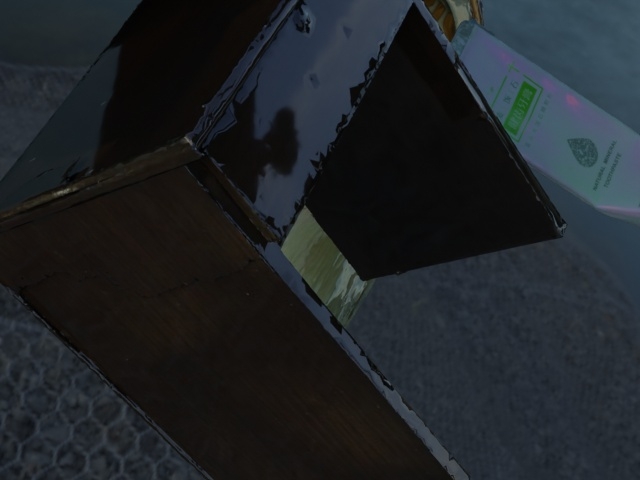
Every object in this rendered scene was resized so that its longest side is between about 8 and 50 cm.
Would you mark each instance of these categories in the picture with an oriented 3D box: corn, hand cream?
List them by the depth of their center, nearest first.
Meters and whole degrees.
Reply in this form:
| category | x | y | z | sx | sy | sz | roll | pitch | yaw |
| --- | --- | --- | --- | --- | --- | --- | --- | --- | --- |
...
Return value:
| category | x | y | z | sx | sy | sz | roll | pitch | yaw |
| --- | --- | --- | --- | --- | --- | --- | --- | --- | --- |
| hand cream | 0.216 | -0.083 | 0.893 | 0.275 | 0.050 | 0.079 | 31 | 47 | -13 |
| corn | 0.002 | -0.001 | 1.031 | 0.123 | 0.122 | 0.305 | 16 | 60 | 27 |

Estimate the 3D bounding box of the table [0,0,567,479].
| category | x | y | z | sx | sy | sz | roll | pitch | yaw |
| --- | --- | --- | --- | --- | --- | --- | --- | --- | --- |
| table | -0.009 | -0.008 | 0.643 | 0.282 | 0.196 | 0.250 | 52 | 42 | -26 |

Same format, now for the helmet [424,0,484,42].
| category | x | y | z | sx | sy | sz | roll | pitch | yaw |
| --- | --- | --- | --- | --- | --- | --- | --- | --- | --- |
| helmet | 0.085 | -0.222 | 1.206 | 0.198 | 0.224 | 0.130 | 54 | 16 | 4 |
